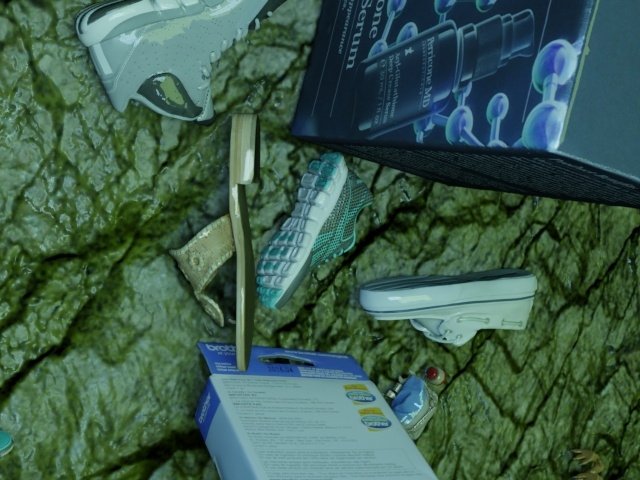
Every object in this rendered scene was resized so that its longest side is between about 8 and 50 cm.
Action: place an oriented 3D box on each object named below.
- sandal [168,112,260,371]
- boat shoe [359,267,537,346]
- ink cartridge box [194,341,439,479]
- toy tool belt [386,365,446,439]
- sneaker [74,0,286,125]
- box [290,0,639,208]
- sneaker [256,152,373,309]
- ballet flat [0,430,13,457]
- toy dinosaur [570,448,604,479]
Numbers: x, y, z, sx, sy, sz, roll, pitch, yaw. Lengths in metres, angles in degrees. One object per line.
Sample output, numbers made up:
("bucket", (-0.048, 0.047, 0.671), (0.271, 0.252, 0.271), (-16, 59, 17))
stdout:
("sandal", (-0.101, 0.000, 0.965), (0.079, 0.088, 0.239), (2, 89, 2))
("boat shoe", (0.142, 0.076, 1.089), (0.226, 0.083, 0.075), (-3, 97, -29))
("ink cartridge box", (0.005, 0.208, 0.928), (0.186, 0.311, 0.065), (7, 120, -29))
("toy tool belt", (0.098, 0.165, 1.096), (0.051, 0.052, 0.083), (36, 79, -36))
("sneaker", (-0.096, -0.176, 0.933), (0.229, 0.086, 0.132), (-21, 111, -14))
("box", (0.180, -0.197, 0.895), (0.212, 0.395, 0.293), (14, 89, -30))
("sneaker", (0.000, 0.000, 1.015), (0.076, 0.065, 0.166), (34, 82, -32))
("ballet flat", (-0.321, 0.189, 0.880), (0.114, 0.041, 0.041), (-7, 100, -28))
("toy dinosaur", (0.331, 0.308, 1.248), (0.212, 0.064, 0.112), (-18, 124, -16))
